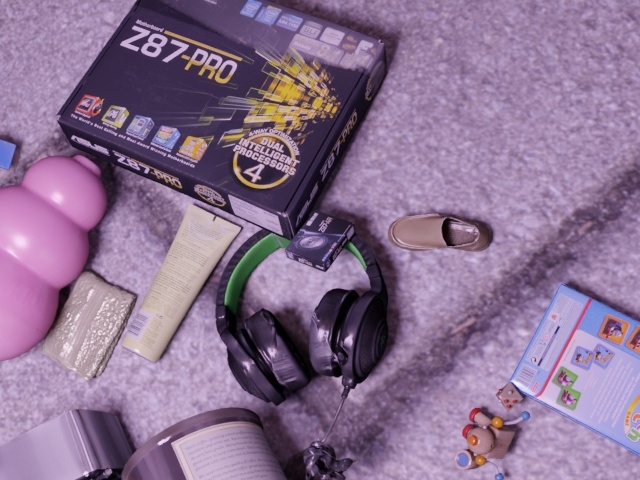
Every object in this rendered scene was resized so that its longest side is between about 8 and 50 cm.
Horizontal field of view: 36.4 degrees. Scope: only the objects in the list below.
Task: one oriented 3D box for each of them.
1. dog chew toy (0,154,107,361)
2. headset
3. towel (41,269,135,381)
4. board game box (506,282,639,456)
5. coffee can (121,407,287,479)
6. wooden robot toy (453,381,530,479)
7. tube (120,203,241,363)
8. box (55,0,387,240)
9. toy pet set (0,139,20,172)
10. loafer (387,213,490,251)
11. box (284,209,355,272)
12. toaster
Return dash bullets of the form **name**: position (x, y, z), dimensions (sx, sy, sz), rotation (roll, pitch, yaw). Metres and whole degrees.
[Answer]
- **dog chew toy**: position (-0.443, 0.014, 1.449), dimensions (0.207, 0.206, 0.332), rotation (32, 78, 17)
- **headset**: position (-0.022, 0.139, 1.327), dimensions (0.243, 0.185, 0.394), rotation (-16, 63, 9)
- **towel**: position (-0.354, 0.129, 1.484), dimensions (0.110, 0.027, 0.148), rotation (26, 84, 16)
- **board game box**: position (0.382, 0.176, 1.305), dimensions (0.211, 0.039, 0.160), rotation (28, 85, 18)
- **coffee can**: position (-0.114, 0.384, 1.249), dimensions (0.201, 0.201, 0.275), rotation (-33, 58, 3)
- **wooden robot toy**: position (0.209, 0.268, 1.289), dimensions (0.076, 0.079, 0.173), rotation (27, 99, 38)
- **tube**: position (-0.213, 0.066, 1.457), dimensions (0.070, 0.062, 0.240), rotation (33, 78, -26)
- **box**: position (-0.142, -0.215, 1.453), dimensions (0.395, 0.097, 0.318), rotation (24, 68, 16)
- **toy pet set**: position (-0.519, -0.101, 1.554), dimensions (0.122, 0.065, 0.114), rotation (12, 80, 14)
- **loafer**: position (0.168, -0.014, 1.390), dimensions (0.148, 0.050, 0.056), rotation (0, 77, 12)
- **box**: position (0.000, 0.000, 1.364), dimensions (0.067, 0.018, 0.083), rotation (21, 58, 28)
- **toaster**: position (-0.354, 0.320, 1.366), dimensions (0.186, 0.168, 0.110), rotation (-28, 72, 6)
